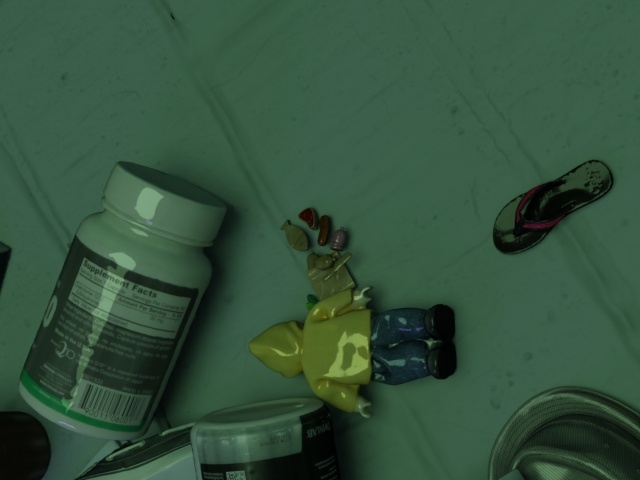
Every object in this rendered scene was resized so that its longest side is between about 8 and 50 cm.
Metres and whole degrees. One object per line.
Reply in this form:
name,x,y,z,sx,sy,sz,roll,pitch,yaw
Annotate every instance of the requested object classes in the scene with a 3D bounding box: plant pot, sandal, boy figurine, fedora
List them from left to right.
plant pot,-0.512,0.330,1.925,0.166,0.165,0.167,-1,88,24
boy figurine,0.039,0.154,1.722,0.285,0.092,0.177,-8,85,25
sandal,0.294,-0.046,1.639,0.179,0.040,0.067,-35,75,19
fedora,0.321,0.319,1.568,0.275,0.124,0.244,45,105,19

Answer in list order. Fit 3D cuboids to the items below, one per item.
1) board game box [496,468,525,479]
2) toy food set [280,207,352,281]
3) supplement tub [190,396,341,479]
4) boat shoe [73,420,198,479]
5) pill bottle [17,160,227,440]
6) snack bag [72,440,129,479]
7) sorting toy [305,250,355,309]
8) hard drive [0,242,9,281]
board game box,0.223,0.491,1.565,0.318,0.065,0.319,57,137,16
toy food set,0.000,0.000,1.777,0.078,0.019,0.122,-44,55,14
supplement tub,-0.059,0.381,1.691,0.193,0.193,0.316,-8,91,24
boat shoe,-0.271,0.340,1.815,0.301,0.108,0.102,-25,33,2
pill bottle,-0.277,0.085,1.807,0.204,0.204,0.361,27,98,23
snack bag,-0.294,0.510,1.849,0.342,0.037,0.323,40,90,23
sorting toy,0.005,0.061,1.783,0.083,0.012,0.062,-36,72,19
hard drive,-0.634,0.048,2.051,0.254,0.054,0.172,19,96,24
